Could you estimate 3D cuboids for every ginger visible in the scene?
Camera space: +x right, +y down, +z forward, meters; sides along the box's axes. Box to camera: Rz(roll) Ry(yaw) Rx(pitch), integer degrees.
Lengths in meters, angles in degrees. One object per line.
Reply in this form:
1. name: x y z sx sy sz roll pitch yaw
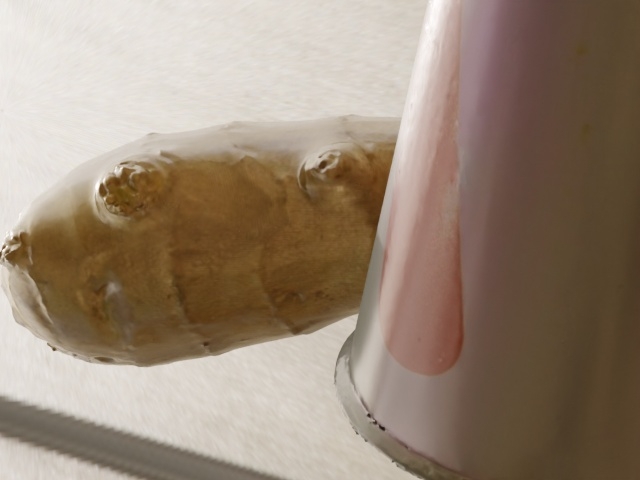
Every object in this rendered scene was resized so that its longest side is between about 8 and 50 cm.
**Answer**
1. ginger: 0.006 0.014 1.054 0.375 0.236 0.166 6 -121 14

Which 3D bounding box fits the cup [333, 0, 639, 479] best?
1. cup: 0.116 -0.051 0.795 0.203 0.203 0.288 0 -61 -10
